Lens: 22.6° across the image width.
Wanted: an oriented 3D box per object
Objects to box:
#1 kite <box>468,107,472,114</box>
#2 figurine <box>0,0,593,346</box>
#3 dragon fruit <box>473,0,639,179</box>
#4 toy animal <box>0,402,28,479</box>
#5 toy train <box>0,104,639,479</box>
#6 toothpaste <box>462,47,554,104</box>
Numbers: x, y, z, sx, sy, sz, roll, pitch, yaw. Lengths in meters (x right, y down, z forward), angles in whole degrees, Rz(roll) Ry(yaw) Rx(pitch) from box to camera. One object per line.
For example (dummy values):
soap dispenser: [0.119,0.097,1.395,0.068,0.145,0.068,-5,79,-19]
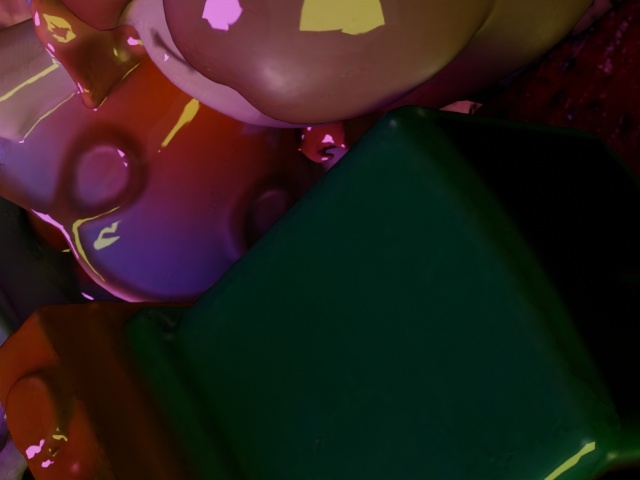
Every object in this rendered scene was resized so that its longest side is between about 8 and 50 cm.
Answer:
kite: [0.000,0.000,0.782,0.244,0.198,0.006,10,144,54]
figurine: [-0.015,-0.106,0.581,0.277,0.248,0.388,11,153,-18]
dragon fruit: [0.236,-0.039,0.774,0.205,0.152,0.317,21,132,-42]
toy animal: [-0.210,0.165,0.990,0.367,0.081,0.205,34,93,-16]
toy train: [0.067,0.076,0.587,0.429,0.178,0.249,2,140,-49]
toothpaste: [0.032,-0.080,0.797,0.170,0.028,0.045,-4,145,-12]
